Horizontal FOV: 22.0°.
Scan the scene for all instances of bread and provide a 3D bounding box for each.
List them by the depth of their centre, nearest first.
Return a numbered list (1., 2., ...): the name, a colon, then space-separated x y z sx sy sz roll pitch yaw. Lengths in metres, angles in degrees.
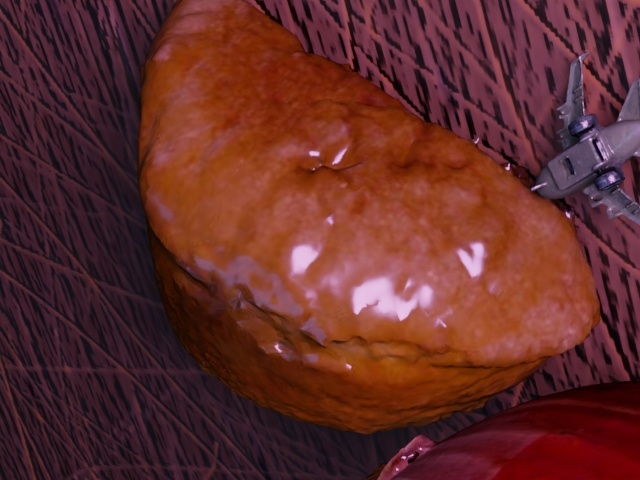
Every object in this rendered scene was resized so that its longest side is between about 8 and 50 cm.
1. bread: -0.010 0.001 0.763 0.260 0.134 0.129 38 140 20

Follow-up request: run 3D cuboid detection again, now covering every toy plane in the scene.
1. toy plane: 0.114 -0.035 0.689 0.083 0.033 0.080 -34 80 52

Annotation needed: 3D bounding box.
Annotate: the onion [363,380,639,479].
1. onion: 0.112 0.219 0.671 0.341 0.341 0.341 26 133 31
